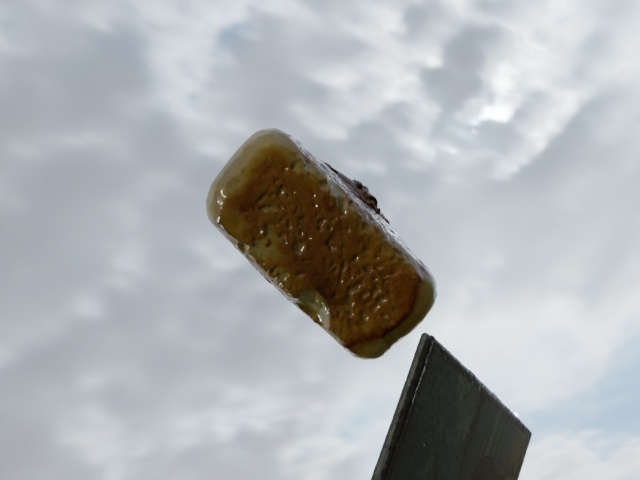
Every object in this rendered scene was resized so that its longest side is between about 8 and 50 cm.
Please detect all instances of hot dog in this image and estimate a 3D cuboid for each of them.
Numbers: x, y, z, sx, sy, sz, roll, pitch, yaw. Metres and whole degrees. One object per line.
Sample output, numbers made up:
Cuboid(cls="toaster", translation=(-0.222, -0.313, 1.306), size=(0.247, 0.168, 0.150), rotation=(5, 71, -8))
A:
Cuboid(cls="hot dog", translation=(0.000, 0.000, 1.003), size=(0.256, 0.153, 0.150), rotation=(44, -86, -7))

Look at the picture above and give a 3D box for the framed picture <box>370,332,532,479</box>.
Cuboid(cls="framed picture", translation=(0.116, 0.263, 0.903), size=(0.347, 0.016, 0.265), rotation=(45, -117, -53))
